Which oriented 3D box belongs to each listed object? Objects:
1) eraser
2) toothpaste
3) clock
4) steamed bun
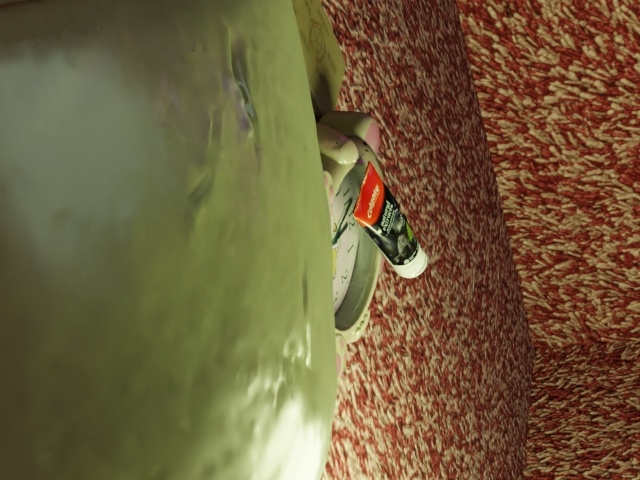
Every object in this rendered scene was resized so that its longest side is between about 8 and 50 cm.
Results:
[{"bbox_3d":[-0.064,-0.290,1.286,0.343,0.078,0.144,63,28,-44],"label":"eraser"},{"bbox_3d":[0.079,-0.014,1.259,0.193,0.045,0.071,54,48,-53],"label":"toothpaste"},{"bbox_3d":[0.000,0.000,1.251,0.309,0.114,0.284,-52,141,-54],"label":"clock"},{"bbox_3d":[-0.142,0.007,0.557,0.456,0.290,0.371,-49,141,-62],"label":"steamed bun"}]
